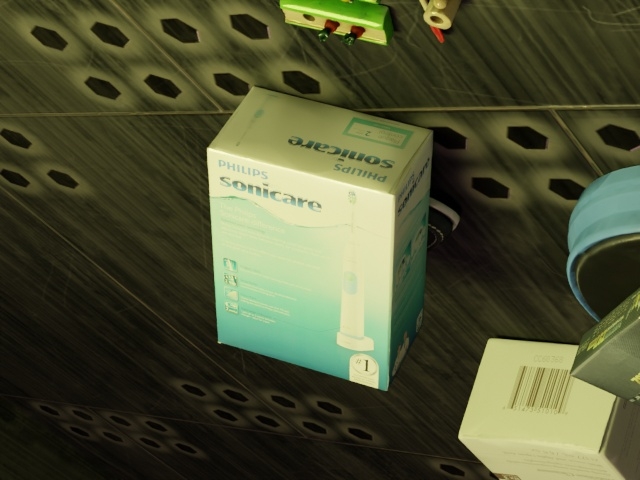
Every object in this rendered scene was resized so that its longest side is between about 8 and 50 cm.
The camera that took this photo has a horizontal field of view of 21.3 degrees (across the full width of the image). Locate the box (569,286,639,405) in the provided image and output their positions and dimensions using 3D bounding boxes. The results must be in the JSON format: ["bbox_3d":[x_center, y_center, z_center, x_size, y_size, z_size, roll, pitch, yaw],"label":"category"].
[{"bbox_3d":[0.392,0.129,1.828,0.183,0.059,0.233,25,157,-3],"label":"box"}]

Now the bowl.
[{"bbox_3d":[0.443,0.053,1.790,0.391,0.077,0.391,19,157,8],"label":"bowl"}]

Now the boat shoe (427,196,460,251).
[{"bbox_3d":[0.052,0.011,2.033,0.114,0.091,0.302,32,156,-22],"label":"boat shoe"}]

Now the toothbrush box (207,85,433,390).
[{"bbox_3d":[0.000,0.000,1.885,0.216,0.126,0.295,14,134,17],"label":"toothbrush box"}]

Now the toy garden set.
[{"bbox_3d":[0.038,-0.239,1.536,0.204,0.049,0.244,15,157,18],"label":"toy garden set"}]

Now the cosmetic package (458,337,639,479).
[{"bbox_3d":[0.370,0.289,2.283,0.217,0.156,0.385,2,149,36],"label":"cosmetic package"}]
